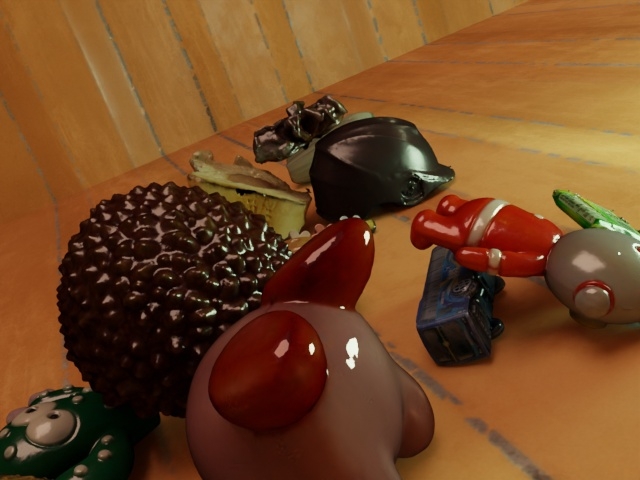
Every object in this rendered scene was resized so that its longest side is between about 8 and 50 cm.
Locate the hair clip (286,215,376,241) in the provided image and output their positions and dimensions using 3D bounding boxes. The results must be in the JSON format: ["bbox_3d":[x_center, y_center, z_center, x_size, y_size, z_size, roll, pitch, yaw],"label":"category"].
[{"bbox_3d":[-0.001,-0.002,1.328,0.213,0.062,0.056,-21,-21,4],"label":"hair clip"}]

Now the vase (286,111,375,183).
[{"bbox_3d":[0.033,-0.217,1.754,0.248,0.128,0.128,-24,19,15],"label":"vase"}]

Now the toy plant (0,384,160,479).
[{"bbox_3d":[-0.327,0.259,0.905,0.232,0.113,0.243,1,23,22],"label":"toy plant"}]

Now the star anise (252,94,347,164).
[{"bbox_3d":[-0.049,-0.232,1.475,0.214,0.099,0.220,-26,6,16],"label":"star anise"}]

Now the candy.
[{"bbox_3d":[0.387,-0.023,0.987,0.102,0.032,0.178,20,18,-8],"label":"candy"}]

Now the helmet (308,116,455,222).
[{"bbox_3d":[0.112,-0.165,1.468,0.305,0.177,0.225,-24,19,-6],"label":"helmet"}]

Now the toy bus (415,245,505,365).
[{"bbox_3d":[0.185,0.074,0.949,0.094,0.079,0.236,-29,15,26],"label":"toy bus"}]

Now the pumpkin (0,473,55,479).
[{"bbox_3d":[-0.252,0.318,0.481,0.327,0.258,0.291,-44,18,-33],"label":"pumpkin"}]

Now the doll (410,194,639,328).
[{"bbox_3d":[0.279,0.025,0.859,0.336,0.106,0.199,20,27,27],"label":"doll"}]

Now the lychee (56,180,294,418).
[{"bbox_3d":[-0.176,0.069,0.904,0.330,0.306,0.306,-2,27,32],"label":"lychee"}]

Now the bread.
[{"bbox_3d":[-0.132,-0.096,1.446,0.211,0.224,0.184,-25,27,-3],"label":"bread"}]

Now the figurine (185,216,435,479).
[{"bbox_3d":[-0.029,0.152,0.694,0.211,0.262,0.270,-14,23,24],"label":"figurine"}]

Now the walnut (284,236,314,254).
[{"bbox_3d":[-0.031,0.065,1.083,0.180,0.144,0.144,-24,19,15],"label":"walnut"}]
